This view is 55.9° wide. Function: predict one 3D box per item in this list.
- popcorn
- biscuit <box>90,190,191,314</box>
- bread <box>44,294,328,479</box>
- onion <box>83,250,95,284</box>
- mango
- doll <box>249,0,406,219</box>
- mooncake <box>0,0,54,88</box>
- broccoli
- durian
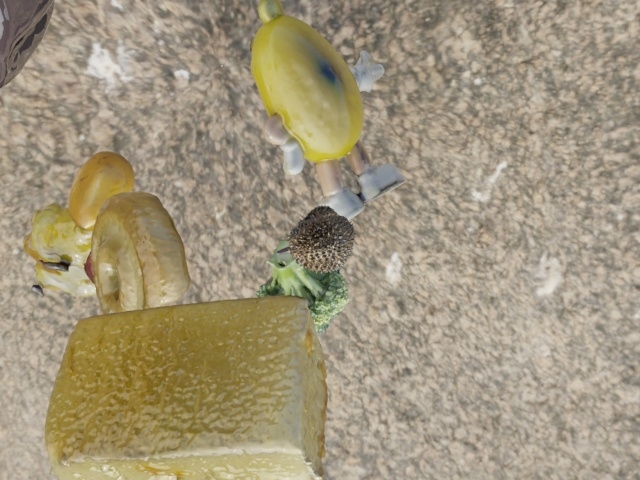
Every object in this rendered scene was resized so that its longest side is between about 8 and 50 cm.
[{"bbox_3d":[-0.658,0.013,1.647,0.297,0.316,0.281,52,49,-41],"label":"popcorn"},{"bbox_3d":[-0.321,0.026,1.013,0.091,0.274,0.213,-9,80,-37],"label":"biscuit"},{"bbox_3d":[-0.133,0.164,0.632,0.275,0.185,0.114,-9,138,11],"label":"bread"},{"bbox_3d":[-0.476,0.059,1.390,0.131,0.131,0.131,-2,106,-9],"label":"onion"},{"bbox_3d":[-0.510,-0.112,1.392,0.145,0.219,0.112,-10,138,23],"label":"mango"},{"bbox_3d":[0.024,-0.238,1.189,0.348,0.161,0.423,-3,87,-43],"label":"doll"},{"bbox_3d":[-0.342,-0.245,0.509,0.245,0.245,0.133,30,57,-16],"label":"mooncake"},{"bbox_3d":[-0.029,0.110,1.692,0.249,0.302,0.375,32,72,0],"label":"broccoli"},{"bbox_3d":[0.000,-0.003,0.968,0.140,0.071,0.110,-18,83,-21],"label":"durian"}]
